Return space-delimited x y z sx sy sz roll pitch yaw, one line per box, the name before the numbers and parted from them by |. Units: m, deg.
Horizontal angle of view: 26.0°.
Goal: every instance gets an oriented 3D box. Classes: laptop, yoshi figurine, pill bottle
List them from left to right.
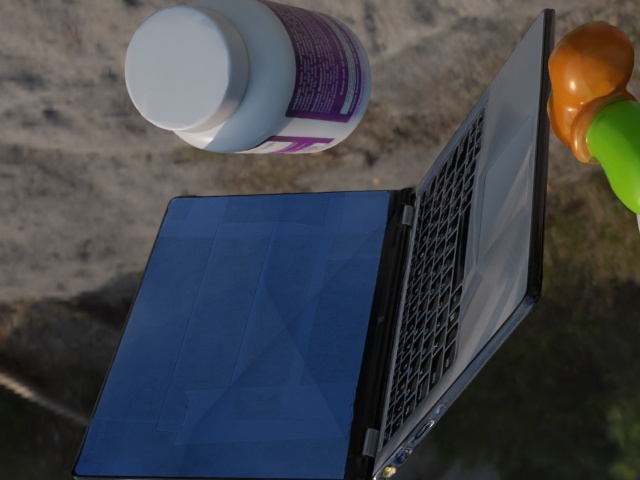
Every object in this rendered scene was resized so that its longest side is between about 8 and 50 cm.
pill bottle | -0.077 -0.178 1.497 0.169 0.169 0.301 -38 167 22
laptop | 0.000 0.000 1.221 0.236 0.382 0.408 24 132 -11
yoshi figurine | 0.299 -0.028 0.889 0.203 0.362 0.203 -40 140 14
